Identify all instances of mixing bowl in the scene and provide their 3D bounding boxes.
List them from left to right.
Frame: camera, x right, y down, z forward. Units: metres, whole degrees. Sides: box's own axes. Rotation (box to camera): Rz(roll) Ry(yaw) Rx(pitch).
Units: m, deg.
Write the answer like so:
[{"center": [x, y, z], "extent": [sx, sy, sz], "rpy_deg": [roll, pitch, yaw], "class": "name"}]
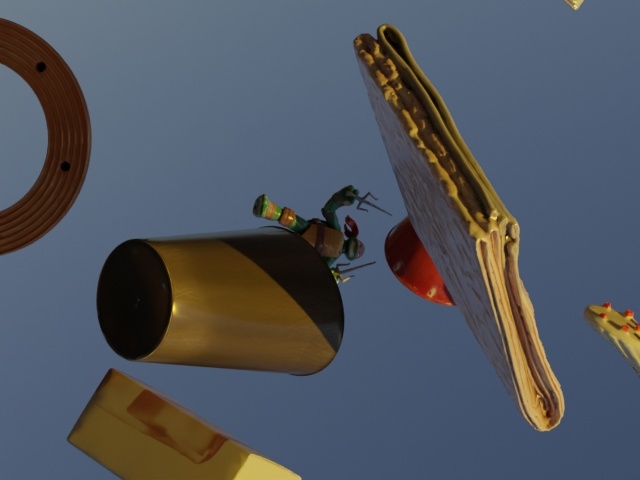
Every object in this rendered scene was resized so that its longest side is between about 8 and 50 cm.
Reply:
[{"center": [0.199, 0.002, 1.783], "extent": [0.181, 0.098, 0.181], "rpy_deg": [11, -134, -11], "class": "mixing bowl"}]

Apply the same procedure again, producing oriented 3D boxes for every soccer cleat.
[{"center": [0.442, 0.157, 1.589], "extent": [0.196, 0.076, 0.068], "rpy_deg": [30, -150, 9], "class": "soccer cleat"}]

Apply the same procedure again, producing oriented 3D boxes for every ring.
[{"center": [-0.477, -0.143, 1.594], "extent": [0.337, 0.336, 0.032], "rpy_deg": [-14, -178, 7], "class": "ring"}]

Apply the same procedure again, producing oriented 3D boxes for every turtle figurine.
[{"center": [0.000, 0.000, 1.910], "extent": [0.234, 0.118, 0.175], "rpy_deg": [8, -110, -20], "class": "turtle figurine"}]

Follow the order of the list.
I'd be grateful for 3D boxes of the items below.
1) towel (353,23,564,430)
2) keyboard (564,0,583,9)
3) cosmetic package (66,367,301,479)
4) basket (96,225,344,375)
[{"center": [0.139, -0.014, 1.161], "extent": [0.053, 0.317, 0.332], "rpy_deg": [-24, -134, -1], "class": "towel"}, {"center": [0.264, -0.414, 1.538], "extent": [0.072, 0.256, 0.014], "rpy_deg": [-55, -171, -25], "class": "keyboard"}, {"center": [-0.195, 0.309, 1.638], "extent": [0.296, 0.153, 0.129], "rpy_deg": [25, -100, 35], "class": "cosmetic package"}, {"center": [-0.118, 0.064, 1.271], "extent": [0.227, 0.154, 0.204], "rpy_deg": [4, -146, -47], "class": "basket"}]
